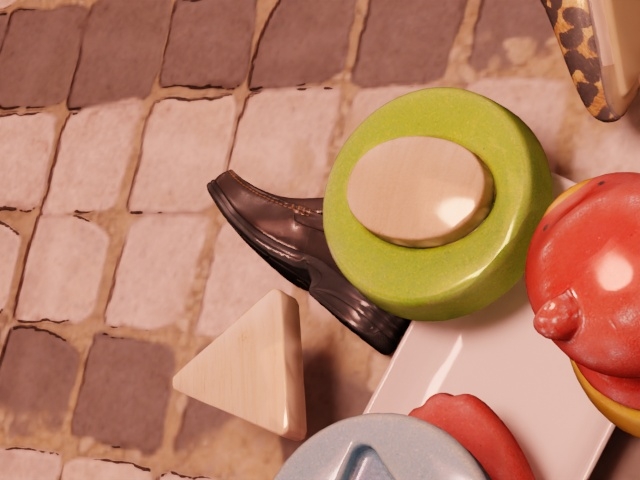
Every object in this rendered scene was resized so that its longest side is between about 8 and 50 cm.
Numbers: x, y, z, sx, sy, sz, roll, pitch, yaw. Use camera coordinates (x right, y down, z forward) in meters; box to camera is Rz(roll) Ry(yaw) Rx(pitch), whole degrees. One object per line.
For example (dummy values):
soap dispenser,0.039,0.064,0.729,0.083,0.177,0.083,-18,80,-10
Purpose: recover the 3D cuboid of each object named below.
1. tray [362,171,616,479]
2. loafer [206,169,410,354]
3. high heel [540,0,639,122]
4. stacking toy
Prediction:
tray,0.096,0.097,0.920,0.145,0.030,0.270,26,87,41
loafer,0.000,0.000,1.019,0.170,0.062,0.061,38,86,31
high heel,0.111,-0.168,1.002,0.186,0.093,0.261,-20,62,42
stacking toy,0.047,0.053,0.857,0.309,0.130,0.279,-50,58,5
